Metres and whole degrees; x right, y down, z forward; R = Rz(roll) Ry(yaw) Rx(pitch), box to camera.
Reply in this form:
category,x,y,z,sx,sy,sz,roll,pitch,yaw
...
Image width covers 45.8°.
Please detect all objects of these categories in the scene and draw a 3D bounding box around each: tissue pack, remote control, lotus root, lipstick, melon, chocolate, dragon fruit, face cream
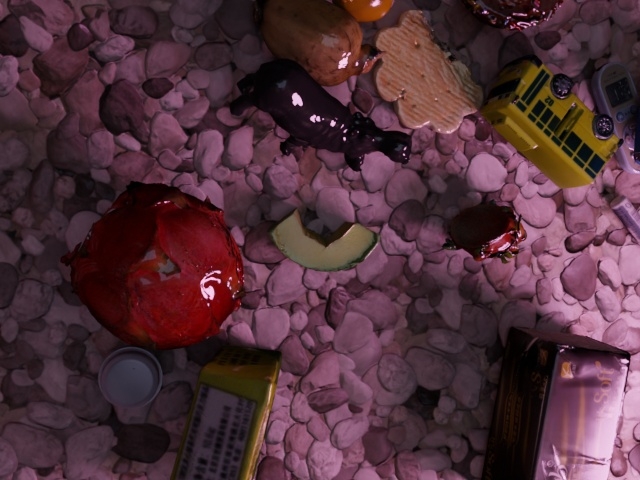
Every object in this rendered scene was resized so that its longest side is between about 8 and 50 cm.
category,x,y,z,sx,sy,sz,roll,pitch,yaw
tissue pack,0.472,0.376,1.532,0.198,0.210,0.370,9,91,-17
remote control,0.635,-0.255,1.588,0.087,0.047,0.244,-25,99,-10
lotus root,-0.014,-0.370,1.414,0.257,0.154,0.140,28,65,6
lipstick,0.671,-0.034,1.615,0.040,0.040,0.141,-42,101,-5
melon,0.000,0.000,1.487,0.209,0.064,0.118,21,91,-9
chocolate,-0.170,0.350,1.374,0.137,0.289,0.301,15,91,0
dragon fruit,0.345,-0.009,1.520,0.175,0.142,0.138,27,53,-31
face cream,-0.354,0.253,1.420,0.117,0.104,0.117,-1,94,-9
dragon fruit,-0.285,0.047,1.332,0.301,0.295,0.295,41,87,-26

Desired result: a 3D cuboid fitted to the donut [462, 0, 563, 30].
category,x,y,z,sx,sy,sz,roll,pitch,yaw
donut,0.365,-0.521,1.495,0.216,0.096,0.230,-23,98,-5

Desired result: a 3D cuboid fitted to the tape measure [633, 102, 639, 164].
category,x,y,z,sx,sy,sz,roll,pitch,yaw
tape measure,0.741,-0.282,1.569,0.215,0.098,0.351,27,68,-30

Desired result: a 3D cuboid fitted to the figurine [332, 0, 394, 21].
category,x,y,z,sx,sy,sz,roll,pitch,yaw
figurine,0.101,-0.536,1.418,0.215,0.215,0.228,-11,79,-9

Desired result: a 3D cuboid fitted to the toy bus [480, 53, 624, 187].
category,x,y,z,sx,sy,sz,roll,pitch,yaw
toy bus,0.451,-0.231,1.505,0.262,0.128,0.150,39,80,-13

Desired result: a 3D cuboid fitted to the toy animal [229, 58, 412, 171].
category,x,y,z,sx,sy,sz,roll,pitch,yaw
toy animal,0.002,-0.219,1.419,0.343,0.168,0.106,25,56,-27

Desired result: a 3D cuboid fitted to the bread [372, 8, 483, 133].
category,x,y,z,sx,sy,sz,roll,pitch,yaw
bread,0.200,-0.323,1.508,0.182,0.039,0.251,-43,101,-3
